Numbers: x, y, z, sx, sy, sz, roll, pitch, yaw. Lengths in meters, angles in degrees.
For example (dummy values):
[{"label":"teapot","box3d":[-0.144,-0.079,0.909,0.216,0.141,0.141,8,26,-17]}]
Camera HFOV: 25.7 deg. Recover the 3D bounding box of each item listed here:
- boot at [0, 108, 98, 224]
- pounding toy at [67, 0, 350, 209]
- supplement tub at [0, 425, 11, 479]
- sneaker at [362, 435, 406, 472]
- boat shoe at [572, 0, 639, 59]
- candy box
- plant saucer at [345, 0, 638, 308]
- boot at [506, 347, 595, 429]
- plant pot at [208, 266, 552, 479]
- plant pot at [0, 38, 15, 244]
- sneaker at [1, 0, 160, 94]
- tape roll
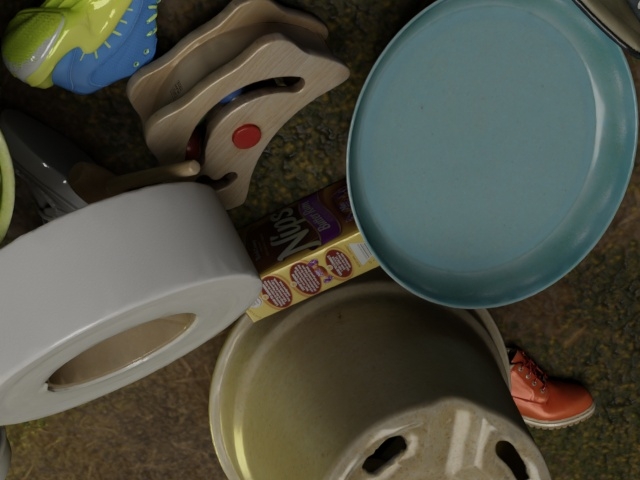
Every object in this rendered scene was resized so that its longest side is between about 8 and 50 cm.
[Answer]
[{"label":"boot","box3d":[-0.254,-0.012,1.409,0.123,0.095,0.258,-42,117,15]},{"label":"pounding toy","box3d":[-0.088,-0.090,1.313,0.269,0.155,0.154,-35,140,11]},{"label":"supplement tub","box3d":[-0.457,0.133,1.421,0.228,0.228,0.316,-11,123,5]},{"label":"sneaker","box3d":[0.069,0.287,1.605,0.330,0.122,0.146,38,117,-24]},{"label":"boat shoe","box3d":[0.221,-0.272,1.233,0.302,0.114,0.091,34,82,-20]},{"label":"candy box","box3d":[0.000,0.000,1.420,0.187,0.109,0.053,-27,121,14]},{"label":"plant saucer","box3d":[0.161,-0.091,1.339,0.318,0.044,0.317,-7,107,-23]},{"label":"boot","box3d":[0.235,0.162,1.569,0.158,0.059,0.084,5,118,-4]},{"label":"plant pot","box3d":[0.072,0.209,1.369,0.334,0.305,0.333,-3,105,-10]},{"label":"plant pot","box3d":[-0.391,-0.121,1.240,0.276,0.254,0.276,-1,124,-2]},{"label":"sneaker","box3d":[-0.183,-0.230,1.291,0.240,0.091,0.126,-44,146,12]},{"label":"tape roll","box3d":[-0.200,0.060,1.269,0.286,0.286,0.100,-31,77,17]}]
